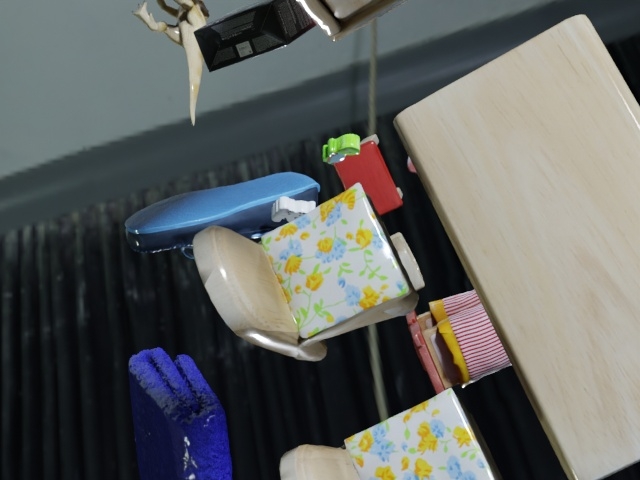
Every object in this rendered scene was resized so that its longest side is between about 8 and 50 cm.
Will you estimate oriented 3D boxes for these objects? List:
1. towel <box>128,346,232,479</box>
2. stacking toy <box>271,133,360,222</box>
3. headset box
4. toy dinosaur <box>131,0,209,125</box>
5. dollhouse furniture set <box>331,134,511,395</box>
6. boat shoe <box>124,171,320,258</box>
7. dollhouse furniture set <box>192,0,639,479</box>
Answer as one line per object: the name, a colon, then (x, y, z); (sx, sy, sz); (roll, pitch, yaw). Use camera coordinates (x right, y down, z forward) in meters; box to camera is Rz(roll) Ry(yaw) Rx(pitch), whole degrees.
towel: (-0.123, 0.279, 1.268); (0.076, 0.227, 0.308); (-12, 107, -21)
stacking toy: (0.000, 0.000, 1.398); (0.052, 0.167, 0.221); (10, 152, -20)
headset box: (-0.042, -0.148, 0.862); (0.062, 0.083, 0.032); (-15, 106, 22)
toy dinosaur: (-0.120, -0.192, 1.124); (0.053, 0.183, 0.092); (-32, 126, 21)
dollhouse furniture set: (0.178, 0.017, 1.707); (0.201, 0.152, 0.374); (-25, 102, 4)
boat shoe: (-0.112, -0.013, 1.538); (0.258, 0.109, 0.089); (-12, 117, -21)
dollhouse furniture set: (0.087, -0.080, 0.633); (0.362, 0.394, 0.256); (-29, 161, 12)
